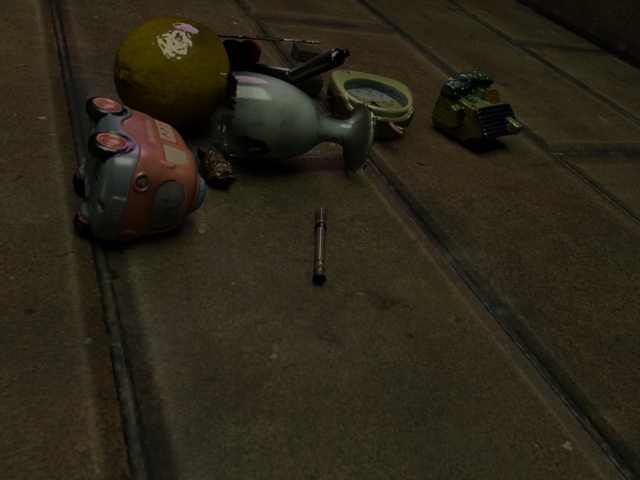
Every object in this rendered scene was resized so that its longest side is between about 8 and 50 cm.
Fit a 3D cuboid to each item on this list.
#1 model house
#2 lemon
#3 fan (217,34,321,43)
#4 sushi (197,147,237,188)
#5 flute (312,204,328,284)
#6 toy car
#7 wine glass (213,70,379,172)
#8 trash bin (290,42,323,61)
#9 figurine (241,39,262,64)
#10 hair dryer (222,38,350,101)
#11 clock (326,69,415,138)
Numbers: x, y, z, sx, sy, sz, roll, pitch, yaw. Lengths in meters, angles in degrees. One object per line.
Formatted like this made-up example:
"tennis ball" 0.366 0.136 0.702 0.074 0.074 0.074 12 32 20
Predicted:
"model house" 0.464 -0.369 1.638 0.194 0.170 0.211 -18 49 -40
"lemon" -0.332 -0.377 1.284 0.267 0.267 0.267 10 37 -8
"fan" -0.164 -0.518 1.450 0.335 0.011 0.229 0 20 -12
"sushi" -0.217 -0.152 1.191 0.052 0.055 0.120 -2 41 -33
"flute" 0.000 0.000 1.098 0.027 0.027 0.233 11 37 -7
"toy car" -0.320 -0.121 1.022 0.212 0.180 0.270 7 36 -29
"wine glass" -0.061 -0.260 1.264 0.357 0.190 0.190 4 38 -21
"trash bin" -0.044 -0.621 1.884 0.092 0.043 0.061 -1 39 -27
"figurine" -0.200 -0.512 1.602 0.068 0.140 0.075 37 81 19
"hair dryer" -0.089 -0.475 1.491 0.320 0.284 0.155 -7 75 -32
"clock" 0.141 -0.366 1.572 0.235 0.096 0.308 9 37 -11
